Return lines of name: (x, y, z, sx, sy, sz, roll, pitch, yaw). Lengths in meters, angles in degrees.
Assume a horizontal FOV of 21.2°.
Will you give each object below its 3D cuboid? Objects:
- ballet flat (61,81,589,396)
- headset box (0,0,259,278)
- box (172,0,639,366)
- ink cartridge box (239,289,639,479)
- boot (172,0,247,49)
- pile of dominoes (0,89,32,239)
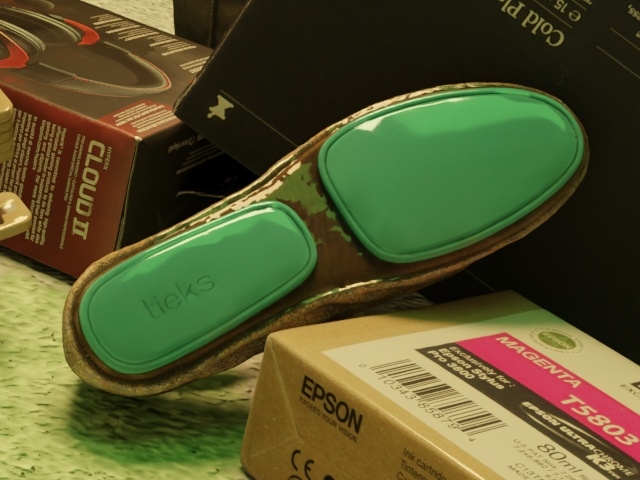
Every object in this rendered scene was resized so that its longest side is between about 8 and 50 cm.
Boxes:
ballet flat: (0.000, 0.000, 0.961, 0.316, 0.106, 0.107, -21, 76, -14)
headset box: (-0.175, -0.081, 1.158, 0.293, 0.110, 0.218, 22, 23, 19)
box: (0.145, -0.120, 1.051, 0.343, 0.312, 0.179, 37, 22, -2)
ink cartridge box: (0.106, 0.119, 0.878, 0.193, 0.088, 0.235, -9, 29, -42)
boot: (-0.042, -0.139, 1.243, 0.190, 0.208, 0.076, 23, 24, 20)
pile of dominoes: (-0.299, -0.043, 0.945, 0.251, 0.040, 0.196, -21, 50, -27)
